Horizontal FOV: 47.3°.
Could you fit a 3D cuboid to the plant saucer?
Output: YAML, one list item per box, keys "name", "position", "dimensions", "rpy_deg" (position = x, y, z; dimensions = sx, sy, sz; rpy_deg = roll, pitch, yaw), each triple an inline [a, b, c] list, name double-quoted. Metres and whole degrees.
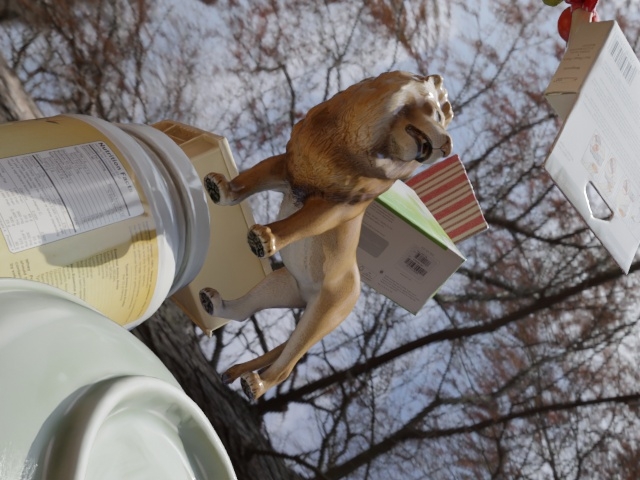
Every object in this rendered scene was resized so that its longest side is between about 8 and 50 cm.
- name: "plant saucer"
  position: [-0.133, 0.202, 0.474]
  dimensions: [0.101, 0.400, 0.400]
  rpy_deg: [-20, -147, 13]

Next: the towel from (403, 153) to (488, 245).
- name: "towel"
  position: [0.246, -0.068, 1.472]
  dimensions: [0.144, 0.029, 0.197]
  rpy_deg: [-29, -126, 21]

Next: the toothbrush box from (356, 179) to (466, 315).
- name: "toothbrush box"
  position: [0.078, -0.039, 1.159]
  dimensions: [0.122, 0.206, 0.283]
  rpy_deg: [-51, -157, 13]

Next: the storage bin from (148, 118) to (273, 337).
- name: "storage bin"
  position: [-0.200, -0.028, 1.099]
  dimensions: [0.123, 0.262, 0.260]
  rpy_deg: [-28, -154, -20]

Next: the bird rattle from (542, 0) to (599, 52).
- name: "bird rattle"
  position: [0.516, -0.453, 1.424]
  dimensions: [0.143, 0.206, 0.253]
  rpy_deg: [0, -155, 7]

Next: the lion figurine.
- name: "lion figurine"
  position: [0.000, 0.000, 0.794]
  dimensions: [0.240, 0.392, 0.142]
  rpy_deg: [-26, -120, -34]

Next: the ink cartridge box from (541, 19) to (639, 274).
- name: "ink cartridge box"
  position: [0.396, -0.122, 1.018]
  dimensions: [0.060, 0.275, 0.238]
  rpy_deg: [13, -112, 52]

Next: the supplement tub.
- name: "supplement tub"
  position: [-0.278, 0.005, 0.675]
  dimensions: [0.228, 0.228, 0.316]
  rpy_deg: [1, -165, 34]
